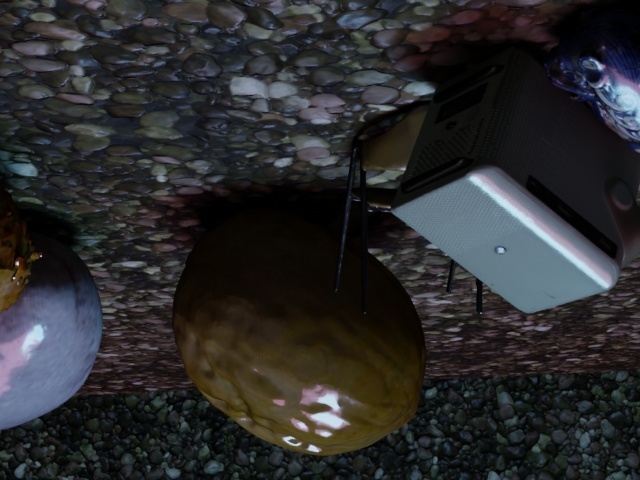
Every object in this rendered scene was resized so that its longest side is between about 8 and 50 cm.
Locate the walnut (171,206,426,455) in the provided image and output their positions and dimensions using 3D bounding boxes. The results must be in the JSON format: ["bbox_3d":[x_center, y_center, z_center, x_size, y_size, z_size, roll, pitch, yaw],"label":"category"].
[{"bbox_3d":[-0.028,0.135,1.503,0.398,0.308,0.354,35,179,0],"label":"walnut"}]

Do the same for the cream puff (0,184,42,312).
[{"bbox_3d":[-0.513,0.009,1.237,0.350,0.228,0.350,-24,161,-9],"label":"cream puff"}]

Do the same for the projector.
[{"bbox_3d":[0.214,-0.052,1.071,0.242,0.177,0.163,36,148,-20],"label":"projector"}]

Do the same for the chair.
[{"bbox_3d":[0.117,-0.042,1.253,0.159,0.246,0.172,2,-173,-12],"label":"chair"}]

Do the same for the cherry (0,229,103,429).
[{"bbox_3d":[-0.471,0.131,1.556,0.335,0.291,0.326,-22,140,16],"label":"cherry"}]

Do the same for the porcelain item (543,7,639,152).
[{"bbox_3d":[0.353,-0.173,0.932,0.186,0.138,0.288,27,156,-25],"label":"porcelain item"}]

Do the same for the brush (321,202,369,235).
[{"bbox_3d":[0.000,0.000,1.631,0.085,0.020,0.336,6,161,-20],"label":"brush"}]

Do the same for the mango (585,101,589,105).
[{"bbox_3d":[0.336,-0.121,1.140,0.178,0.090,0.115,-11,149,38],"label":"mango"}]
